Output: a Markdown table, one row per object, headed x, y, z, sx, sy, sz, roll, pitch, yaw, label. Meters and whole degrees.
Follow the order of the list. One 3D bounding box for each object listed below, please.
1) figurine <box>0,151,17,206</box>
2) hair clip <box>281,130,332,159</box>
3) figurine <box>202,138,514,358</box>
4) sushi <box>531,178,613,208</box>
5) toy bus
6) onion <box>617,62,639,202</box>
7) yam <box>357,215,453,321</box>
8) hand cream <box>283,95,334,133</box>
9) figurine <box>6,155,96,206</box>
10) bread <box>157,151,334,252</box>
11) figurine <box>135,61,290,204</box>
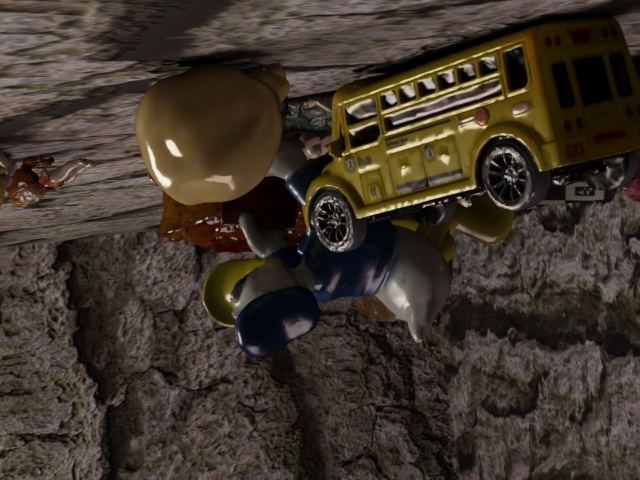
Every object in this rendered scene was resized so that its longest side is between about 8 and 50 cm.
| x | y | z | sx | sy | sz | roll | pitch | yaw | label |
| --- | --- | --- | --- | --- | --- | --- | --- | --- | --- |
| -0.349 | -0.062 | 1.478 | 0.083 | 0.083 | 0.187 | -9 | -169 | 3 | figurine |
| 0.022 | -0.117 | 1.594 | 0.214 | 0.056 | 0.062 | -8 | 146 | -16 | hair clip |
| 0.000 | 0.000 | 1.467 | 0.338 | 0.283 | 0.204 | -43 | 167 | -50 | figurine |
| 0.183 | -0.114 | 1.546 | 0.193 | 0.043 | 0.279 | -7 | 152 | 23 | sushi |
| 0.120 | -0.089 | 1.275 | 0.145 | 0.151 | 0.331 | -15 | -178 | -40 | toy bus |
| 0.380 | -0.129 | 1.554 | 0.195 | 0.159 | 0.159 | -31 | 178 | 1 | onion |
| 0.089 | -0.018 | 1.710 | 0.129 | 0.238 | 0.128 | -21 | -144 | -23 | yam |
| -0.024 | -0.112 | 1.449 | 0.248 | 0.052 | 0.075 | -9 | 178 | 10 | hand cream |
| -0.297 | -0.072 | 1.605 | 0.109 | 0.047 | 0.064 | -19 | 168 | 22 | figurine |
| -0.076 | -0.055 | 1.781 | 0.247 | 0.135 | 0.232 | -9 | 179 | 26 | bread |
| -0.072 | -0.098 | 1.165 | 0.114 | 0.108 | 0.196 | 1 | -161 | 14 | figurine |
